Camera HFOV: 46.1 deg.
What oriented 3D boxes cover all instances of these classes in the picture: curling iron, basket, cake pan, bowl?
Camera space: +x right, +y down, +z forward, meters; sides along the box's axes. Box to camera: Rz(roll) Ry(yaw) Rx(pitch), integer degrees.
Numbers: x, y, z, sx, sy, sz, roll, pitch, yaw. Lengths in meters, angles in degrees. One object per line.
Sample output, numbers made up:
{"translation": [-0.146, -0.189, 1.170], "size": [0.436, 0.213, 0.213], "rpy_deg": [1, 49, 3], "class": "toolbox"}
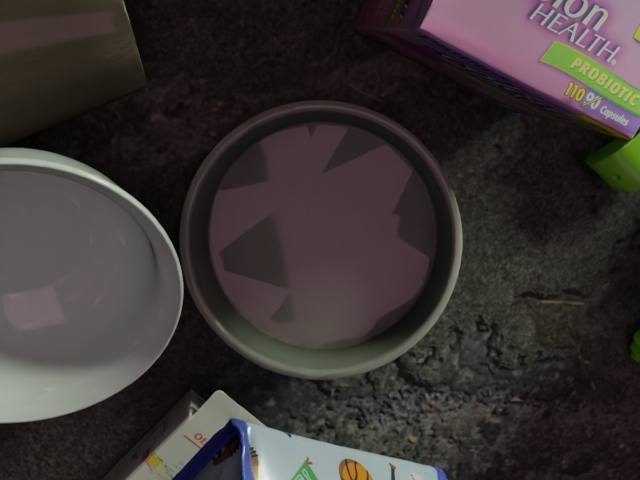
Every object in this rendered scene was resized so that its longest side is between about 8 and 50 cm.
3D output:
{"translation": [0.041, 0.016, 0.848], "size": [0.068, 0.035, 0.274], "rpy_deg": [25, 99, -16], "class": "curling iron"}
{"translation": [-0.285, -0.172, 0.681], "size": [0.227, 0.154, 0.204], "rpy_deg": [-16, 130, -11], "class": "basket"}
{"translation": [0.000, 0.000, 0.798], "size": [0.293, 0.054, 0.293], "rpy_deg": [0, 99, 1], "class": "cake pan"}
{"translation": [-0.288, 0.024, 0.718], "size": [0.298, 0.134, 0.298], "rpy_deg": [-11, 128, -14], "class": "bowl"}

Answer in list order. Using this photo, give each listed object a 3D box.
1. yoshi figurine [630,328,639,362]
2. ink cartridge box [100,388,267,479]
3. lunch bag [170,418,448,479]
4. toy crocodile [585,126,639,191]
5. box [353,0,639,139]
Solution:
{"translation": [0.473, 0.143, 0.860], "size": [0.203, 0.203, 0.362], "rpy_deg": [1, 116, 14], "class": "yoshi figurine"}
{"translation": [-0.146, 0.257, 0.862], "size": [0.198, 0.067, 0.115], "rpy_deg": [-45, 108, 5], "class": "ink cartridge box"}
{"translation": [-0.059, 0.409, 0.797], "size": [0.328, 0.239, 0.385], "rpy_deg": [27, 119, -35], "class": "lunch bag"}
{"translation": [0.414, -0.207, 0.823], "size": [0.115, 0.105, 0.340], "rpy_deg": [26, 94, -16], "class": "toy crocodile"}
{"translation": [0.171, -0.203, 0.705], "size": [0.213, 0.243, 0.117], "rpy_deg": [23, 99, -16], "class": "box"}
